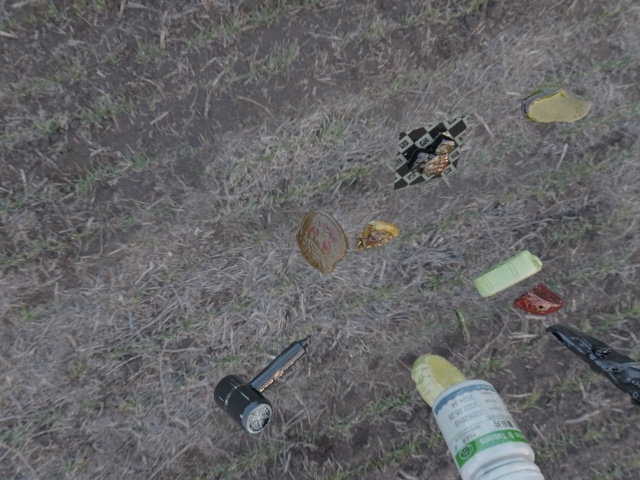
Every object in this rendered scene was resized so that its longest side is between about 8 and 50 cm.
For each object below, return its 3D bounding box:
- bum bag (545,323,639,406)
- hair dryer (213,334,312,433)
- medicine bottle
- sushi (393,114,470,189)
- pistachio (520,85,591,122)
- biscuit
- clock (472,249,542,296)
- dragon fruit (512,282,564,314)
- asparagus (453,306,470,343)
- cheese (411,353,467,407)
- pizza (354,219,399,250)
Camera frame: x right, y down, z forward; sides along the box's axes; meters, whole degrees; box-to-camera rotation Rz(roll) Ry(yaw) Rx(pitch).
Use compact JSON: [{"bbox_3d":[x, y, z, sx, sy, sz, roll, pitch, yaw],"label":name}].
[{"bbox_3d":[0.694,0.293,0.978,0.137,0.310,0.074,11,111,-21],"label":"bum bag"},{"bbox_3d":[-0.138,0.409,1.241,0.352,0.189,0.107,-38,122,-29],"label":"hair dryer"},{"bbox_3d":[0.309,0.387,0.732,0.139,0.236,0.139,-5,124,-8],"label":"medicine bottle"},{"bbox_3d":[0.339,-0.244,1.219,0.220,0.231,0.047,-16,54,-7],"label":"sushi"},{"bbox_3d":[0.598,-0.351,1.043,0.173,0.049,0.089,2,112,1],"label":"pistachio"},{"bbox_3d":[-0.001,0.000,1.843,0.273,0.049,0.257,48,121,27],"label":"biscuit"},{"bbox_3d":[0.767,0.125,1.639,0.235,0.308,0.096,-39,71,33],"label":"clock"},{"bbox_3d":[0.809,0.242,1.520,0.127,0.161,0.120,48,126,31],"label":"dragon fruit"},{"bbox_3d":[0.614,0.369,1.754,0.036,0.030,0.165,-18,88,39],"label":"asparagus"},{"bbox_3d":[0.437,0.519,1.502,0.117,0.226,0.214,-55,52,23],"label":"cheese"},{"bbox_3d":[0.206,-0.008,1.611,0.154,0.194,0.069,10,52,-42],"label":"pizza"}]
